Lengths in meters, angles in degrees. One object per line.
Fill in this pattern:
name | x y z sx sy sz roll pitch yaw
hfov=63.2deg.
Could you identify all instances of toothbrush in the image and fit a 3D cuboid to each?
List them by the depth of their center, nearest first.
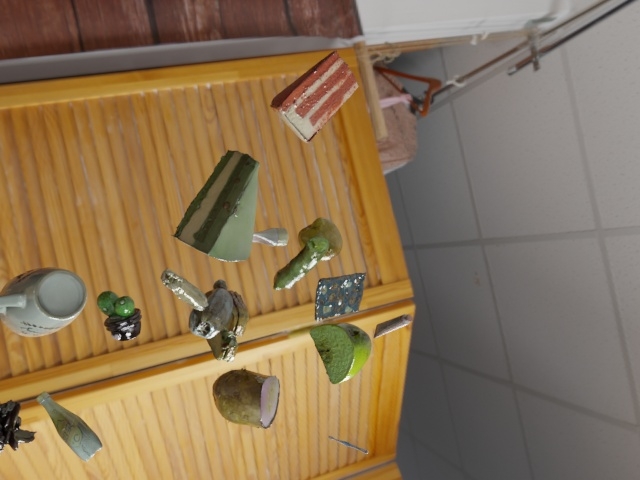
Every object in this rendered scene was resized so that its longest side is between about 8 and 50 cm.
toothbrush | 0.095 0.707 1.802 0.162 0.017 0.014 7 -102 37

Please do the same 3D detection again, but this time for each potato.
potato | -0.308 0.611 2.043 0.229 0.266 0.229 -3 90 -71

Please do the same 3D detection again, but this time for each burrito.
burrito | -0.409 0.153 1.577 0.045 0.058 0.188 19 -22 51

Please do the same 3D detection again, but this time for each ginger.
ginger | -0.072 0.088 1.813 0.290 0.089 0.137 -47 -166 27

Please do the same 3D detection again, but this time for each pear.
pear | 0.113 0.466 2.314 0.292 0.159 0.292 8 -78 43
pear | 0.000 0.000 2.362 0.200 0.200 0.200 168 -90 -73

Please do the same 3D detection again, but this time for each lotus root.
lotus root | -0.438 0.284 2.163 0.140 0.158 0.322 58 21 -19

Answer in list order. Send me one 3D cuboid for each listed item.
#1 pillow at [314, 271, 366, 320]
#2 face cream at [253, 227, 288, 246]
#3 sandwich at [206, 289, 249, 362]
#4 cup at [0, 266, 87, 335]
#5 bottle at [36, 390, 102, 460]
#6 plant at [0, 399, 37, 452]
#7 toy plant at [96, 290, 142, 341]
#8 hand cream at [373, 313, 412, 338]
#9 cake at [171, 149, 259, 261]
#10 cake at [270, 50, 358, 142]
pillow | 0.081 0.228 2.153 0.034 0.256 0.189 30 -62 47
face cream | -0.233 -0.012 1.933 0.114 0.224 0.070 -33 -117 55
sandwich | -0.431 0.399 2.413 0.249 0.095 0.273 46 -63 57
cup | -0.769 0.162 1.385 0.234 0.258 0.186 -16 -100 46
bottle | -0.834 0.606 1.718 0.269 0.083 0.083 48 -19 0
plant | -1.090 0.631 1.709 0.178 0.234 0.204 -118 -153 -55
toy plant | -0.945 0.347 2.456 0.218 0.175 0.235 -4 -72 34
hand cream | 0.288 0.342 2.098 0.210 0.043 0.067 -33 -148 47
cake | -0.237 -0.084 1.409 0.158 0.283 0.172 24 -7 32
cake | -0.024 -0.447 1.634 0.158 0.262 0.160 48 -10 -26
